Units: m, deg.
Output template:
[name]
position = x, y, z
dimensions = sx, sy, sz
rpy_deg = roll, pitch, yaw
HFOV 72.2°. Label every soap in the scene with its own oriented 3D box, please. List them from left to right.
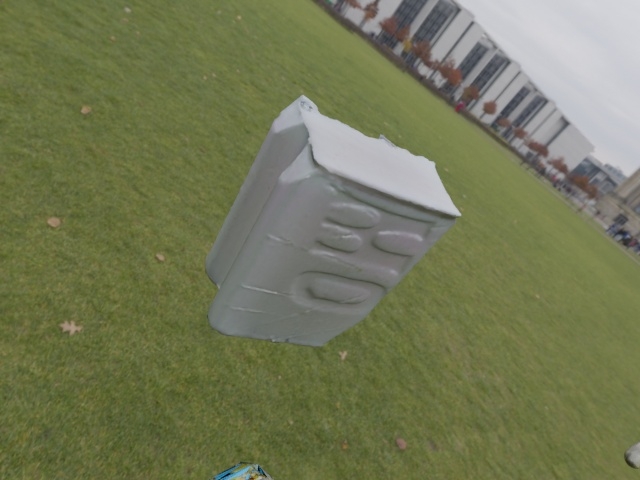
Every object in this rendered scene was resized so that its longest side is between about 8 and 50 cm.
[soap]
position = 0.000, 0.000, 0.872
dimensions = 0.350, 0.435, 0.213
rpy_deg = 16, 36, -30

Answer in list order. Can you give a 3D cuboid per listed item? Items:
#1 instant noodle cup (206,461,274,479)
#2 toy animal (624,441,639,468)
[instant noodle cup]
position = -0.181, 0.564, 0.856
dimensions = 0.240, 0.240, 0.178
rpy_deg = 48, 33, 22
[toy animal]
position = 0.311, 0.243, 0.274
dimensions = 0.121, 0.169, 0.233
rpy_deg = 17, 62, -72
